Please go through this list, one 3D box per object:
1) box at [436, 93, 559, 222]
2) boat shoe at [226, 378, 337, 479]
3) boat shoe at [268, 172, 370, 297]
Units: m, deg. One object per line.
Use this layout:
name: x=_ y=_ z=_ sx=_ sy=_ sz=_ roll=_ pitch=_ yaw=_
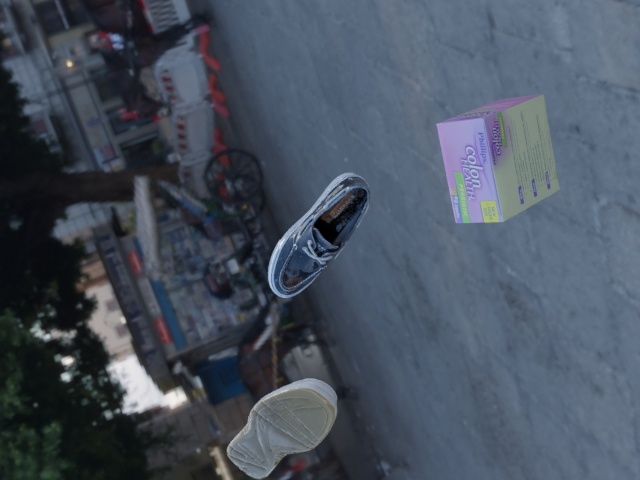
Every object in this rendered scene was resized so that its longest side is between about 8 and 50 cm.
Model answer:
box: x=0.374 y=-0.171 z=1.830 sx=0.117 sy=0.243 sz=0.213 roll=-1 pitch=108 yaw=44
boat shoe: x=-0.047 y=0.250 z=1.257 sx=0.098 sy=0.096 sz=0.277 roll=43 pitch=139 yaw=-1
boat shoe: x=0.000 y=0.000 z=1.779 sx=0.108 sy=0.301 sz=0.102 roll=37 pitch=-171 yaw=-17
